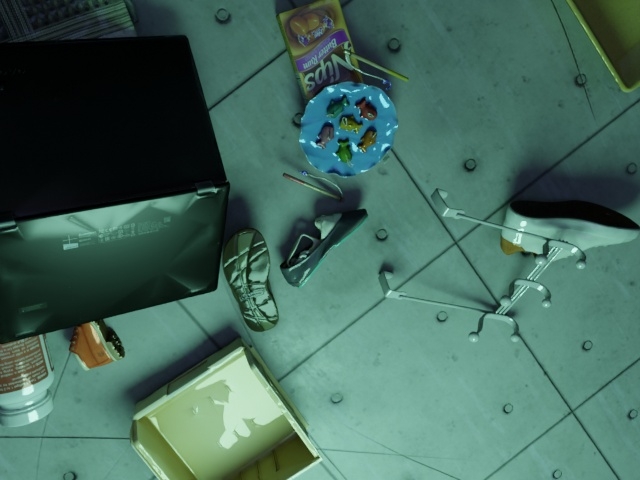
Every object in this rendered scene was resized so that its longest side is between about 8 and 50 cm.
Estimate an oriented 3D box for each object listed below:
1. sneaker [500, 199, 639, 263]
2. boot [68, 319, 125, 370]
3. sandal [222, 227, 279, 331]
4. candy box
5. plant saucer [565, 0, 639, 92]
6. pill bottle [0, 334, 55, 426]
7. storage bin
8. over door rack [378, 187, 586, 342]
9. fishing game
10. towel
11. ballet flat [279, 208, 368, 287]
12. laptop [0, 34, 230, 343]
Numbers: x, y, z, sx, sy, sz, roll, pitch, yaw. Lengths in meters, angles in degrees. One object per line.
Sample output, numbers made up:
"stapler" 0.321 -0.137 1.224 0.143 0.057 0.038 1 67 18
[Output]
"sneaker" 0.494 -0.010 1.264 0.290 0.106 0.123 4 121 -10
"boot" -0.432 0.165 1.139 0.084 0.059 0.158 -23 107 0
"sandal" -0.127 0.072 1.178 0.089 0.060 0.219 -16 120 -1
"candy box" 0.004 -0.325 1.111 0.109 0.053 0.187 -22 108 -6
"plant saucer" 0.592 -0.506 1.166 0.332 0.081 0.333 -40 107 1
"pill bottle" -0.538 0.206 1.093 0.121 0.121 0.216 -9 104 -8
"storage bin" -0.181 0.366 1.197 0.262 0.123 0.260 -33 107 -2
"over door rack" 0.304 0.071 1.183 0.324 0.108 0.240 20 126 -14
"fishing game" 0.054 -0.192 1.123 0.189 0.041 0.264 22 111 -26
"towel" -0.482 -0.390 1.013 0.324 0.056 0.312 -21 103 -3
"ballet flat" 0.000 0.000 1.177 0.074 0.074 0.203 43 94 -16
"laptop" -0.372 -0.087 1.035 0.381 0.236 0.408 -13 138 -27
